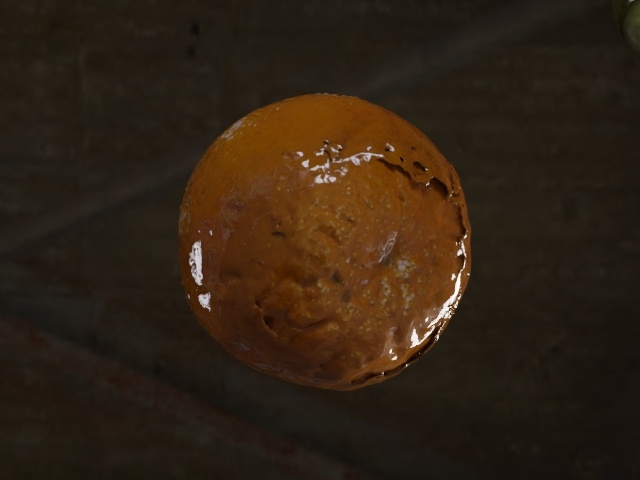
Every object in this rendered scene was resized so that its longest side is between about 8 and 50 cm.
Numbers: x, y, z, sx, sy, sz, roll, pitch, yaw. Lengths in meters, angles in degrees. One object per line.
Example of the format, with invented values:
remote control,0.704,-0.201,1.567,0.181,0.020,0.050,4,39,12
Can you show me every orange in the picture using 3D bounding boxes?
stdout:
orange,0.000,0.000,1.080,0.193,0.161,0.193,-9,-66,-21

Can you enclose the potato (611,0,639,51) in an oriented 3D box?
potato,0.290,-0.187,0.910,0.298,0.176,0.141,-31,-36,9
